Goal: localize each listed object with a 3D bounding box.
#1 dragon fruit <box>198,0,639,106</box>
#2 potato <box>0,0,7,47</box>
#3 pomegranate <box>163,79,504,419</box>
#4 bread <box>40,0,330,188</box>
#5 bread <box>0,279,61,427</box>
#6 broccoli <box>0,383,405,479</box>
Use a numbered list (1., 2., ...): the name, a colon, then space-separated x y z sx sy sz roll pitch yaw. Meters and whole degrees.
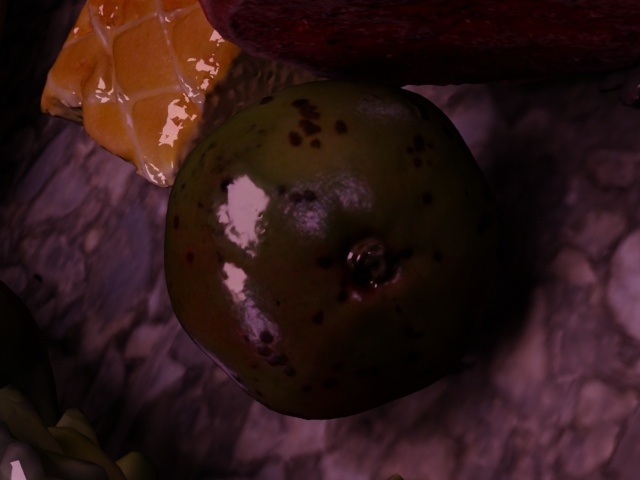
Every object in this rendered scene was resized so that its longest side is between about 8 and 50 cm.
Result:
1. dragon fruit: 0.045 -0.117 0.596 0.282 0.211 0.147 -6 66 51
2. potato: -0.227 -0.125 1.003 0.239 0.116 0.299 -48 49 34
3. pomegranate: 0.000 0.000 0.662 0.114 0.114 0.142 -60 12 1
4. bread: -0.030 -0.110 0.792 0.188 0.068 0.125 -59 37 2
5. bread: -0.234 0.085 0.757 0.376 0.208 0.251 29 130 52
6. broccoli: -0.015 0.165 0.450 0.293 0.281 0.348 -71 -4 -48
